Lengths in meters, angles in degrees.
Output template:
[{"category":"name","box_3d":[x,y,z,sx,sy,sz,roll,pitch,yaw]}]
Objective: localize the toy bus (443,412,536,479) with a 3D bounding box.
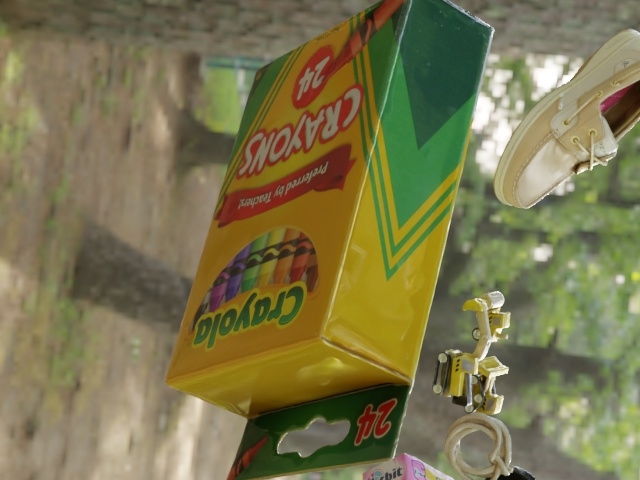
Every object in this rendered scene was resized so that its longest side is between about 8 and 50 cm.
[{"category":"toy bus","box_3d":[0.121,0.214,0.995,0.202,0.191,0.104,-50,173,27]}]

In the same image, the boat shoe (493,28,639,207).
[{"category":"boat shoe","box_3d":[0.202,-0.086,1.177,0.170,0.059,0.063,-48,140,-5]}]

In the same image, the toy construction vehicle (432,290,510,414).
[{"category":"toy construction vehicle","box_3d":[0.124,0.090,1.193,0.086,0.035,0.098,-1,103,-57]}]

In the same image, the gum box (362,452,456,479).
[{"category":"gum box","box_3d":[0.129,0.306,1.596,0.062,0.188,0.107,-31,-137,33]}]

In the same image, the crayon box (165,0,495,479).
[{"category":"crayon box","box_3d":[0.000,0.000,1.070,0.202,0.081,0.318,-21,-132,52]}]
